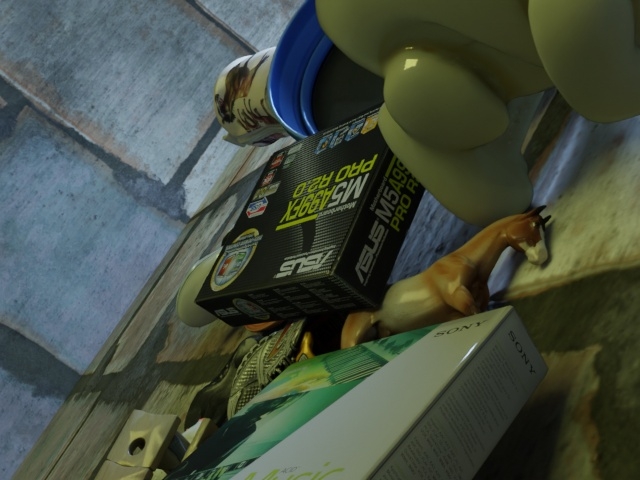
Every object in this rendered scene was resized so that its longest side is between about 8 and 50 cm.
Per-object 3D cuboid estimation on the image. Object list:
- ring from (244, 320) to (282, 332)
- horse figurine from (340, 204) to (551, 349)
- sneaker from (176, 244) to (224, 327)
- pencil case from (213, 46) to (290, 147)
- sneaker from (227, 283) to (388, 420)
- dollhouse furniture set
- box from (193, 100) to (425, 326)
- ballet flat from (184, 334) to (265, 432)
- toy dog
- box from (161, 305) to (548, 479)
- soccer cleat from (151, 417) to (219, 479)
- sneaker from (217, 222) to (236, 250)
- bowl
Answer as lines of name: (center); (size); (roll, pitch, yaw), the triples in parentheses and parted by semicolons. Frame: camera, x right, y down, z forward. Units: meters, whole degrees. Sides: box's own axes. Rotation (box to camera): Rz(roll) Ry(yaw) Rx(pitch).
ring: (0.000, 0.000, 1.191); (0.337, 0.032, 0.337); (-48, 15, 18)
horse figurine: (0.081, 0.081, 0.694); (0.263, 0.066, 0.175); (-37, 28, 37)
sneaker: (-0.148, 0.057, 1.258); (0.258, 0.094, 0.091); (-46, 12, 26)
pencil case: (-0.007, -0.245, 1.313); (0.410, 0.160, 0.184); (-1, 59, 48)
sneaker: (-0.021, 0.120, 0.827); (0.225, 0.088, 0.093); (-50, 0, 13)
dollhouse furniture set: (-0.124, 0.271, 0.828); (0.183, 0.129, 0.129); (-1, 47, 33)
box: (-0.005, -0.024, 0.838); (0.270, 0.060, 0.216); (-15, 43, 55)
ballet flat: (-0.122, 0.202, 1.088); (0.057, 0.049, 0.173); (42, 97, 30)
toy dog: (0.177, -0.260, 0.599); (0.285, 0.395, 0.408); (-50, 4, -26)
box: (-0.028, 0.159, 0.489); (0.232, 0.059, 0.322); (-23, 8, 44)
soccer cleat: (-0.194, 0.300, 1.017); (0.196, 0.068, 0.076); (-43, 20, 23)
sneaker: (-0.101, -0.007, 1.385); (0.268, 0.101, 0.153); (-48, 15, 38)
bowl: (0.117, -0.249, 1.009); (0.391, 0.077, 0.391); (-19, 48, 23)
